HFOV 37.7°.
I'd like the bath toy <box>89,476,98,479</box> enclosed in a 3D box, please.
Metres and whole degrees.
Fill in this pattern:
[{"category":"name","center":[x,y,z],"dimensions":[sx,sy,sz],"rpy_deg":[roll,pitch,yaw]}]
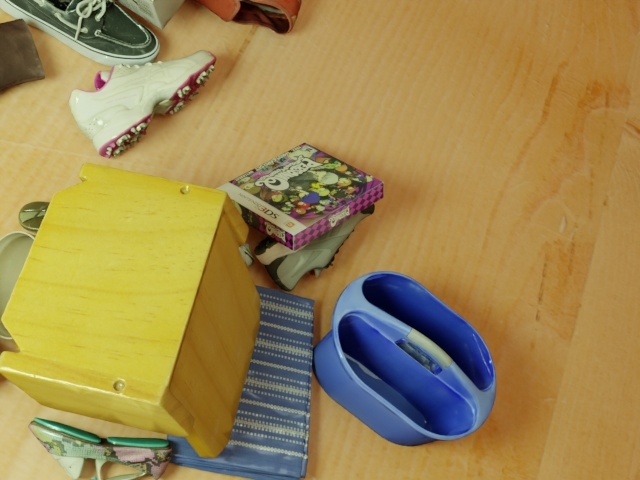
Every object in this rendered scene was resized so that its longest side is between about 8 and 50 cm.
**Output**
[{"category":"bath toy","center":[-0.230,0.487,1.320],"dimensions":[0.348,0.129,0.151],"rpy_deg":[41,100,5]}]

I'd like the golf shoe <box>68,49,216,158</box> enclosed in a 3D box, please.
[{"category":"golf shoe","center":[-0.313,-0.278,1.671],"dimensions":[0.140,0.115,0.306],"rpy_deg":[45,54,1]}]

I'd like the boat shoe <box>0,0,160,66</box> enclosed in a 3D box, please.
[{"category":"boat shoe","center":[-0.424,-0.413,1.674],"dimensions":[0.306,0.105,0.113],"rpy_deg":[28,58,-15]}]

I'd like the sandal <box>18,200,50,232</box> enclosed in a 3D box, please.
[{"category":"sandal","center":[-0.405,-0.020,1.547],"dimensions":[0.180,0.049,0.072],"rpy_deg":[11,57,-7]}]

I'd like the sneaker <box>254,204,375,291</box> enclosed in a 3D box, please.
[{"category":"sneaker","center":[0.000,0.000,1.731],"dimensions":[0.271,0.100,0.108],"rpy_deg":[-32,102,-33]}]

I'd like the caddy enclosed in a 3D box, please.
[{"category":"caddy","center":[0.153,0.209,1.658],"dimensions":[0.341,0.179,0.241],"rpy_deg":[38,57,-8]}]

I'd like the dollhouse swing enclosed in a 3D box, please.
[{"category":"dollhouse swing","center":[-0.266,0.128,1.429],"dimensions":[0.315,0.305,0.346],"rpy_deg":[12,59,2]}]

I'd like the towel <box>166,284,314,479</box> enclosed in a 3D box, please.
[{"category":"towel","center":[-0.129,0.232,1.590],"dimensions":[0.243,0.040,0.336],"rpy_deg":[14,60,-20]}]

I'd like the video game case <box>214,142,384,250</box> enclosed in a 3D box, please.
[{"category":"video game case","center":[-0.038,-0.085,1.702],"dimensions":[0.232,0.041,0.210],"rpy_deg":[-31,46,-34]}]

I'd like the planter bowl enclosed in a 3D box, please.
[{"category":"planter bowl","center":[-0.427,0.071,1.438],"dimensions":[0.109,0.162,0.162],"rpy_deg":[9,61,-54]}]

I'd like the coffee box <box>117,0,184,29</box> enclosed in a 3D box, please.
[{"category":"coffee box","center":[-0.364,-0.539,1.682],"dimensions":[0.297,0.119,0.168],"rpy_deg":[34,79,7]}]

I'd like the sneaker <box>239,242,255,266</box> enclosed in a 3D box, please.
[{"category":"sneaker","center":[-0.148,0.010,1.681],"dimensions":[0.037,0.032,0.083],"rpy_deg":[-27,87,-48]}]

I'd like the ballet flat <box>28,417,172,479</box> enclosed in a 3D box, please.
[{"category":"ballet flat","center":[-0.335,0.325,1.418],"dimensions":[0.222,0.077,0.079],"rpy_deg":[15,86,-22]}]

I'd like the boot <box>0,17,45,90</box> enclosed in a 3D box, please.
[{"category":"boot","center":[-0.554,-0.262,1.545],"dimensions":[0.207,0.090,0.248],"rpy_deg":[-13,71,-30]}]

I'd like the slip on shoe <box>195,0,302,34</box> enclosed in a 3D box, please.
[{"category":"slip on shoe","center":[-0.186,-0.485,1.832],"dimensions":[0.331,0.123,0.101],"rpy_deg":[12,67,-29]}]
